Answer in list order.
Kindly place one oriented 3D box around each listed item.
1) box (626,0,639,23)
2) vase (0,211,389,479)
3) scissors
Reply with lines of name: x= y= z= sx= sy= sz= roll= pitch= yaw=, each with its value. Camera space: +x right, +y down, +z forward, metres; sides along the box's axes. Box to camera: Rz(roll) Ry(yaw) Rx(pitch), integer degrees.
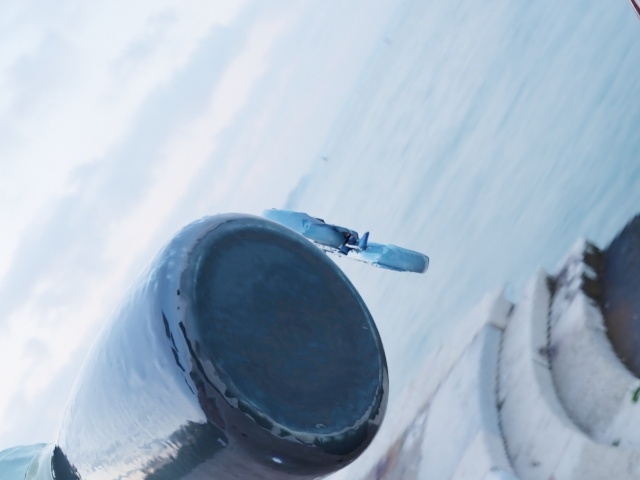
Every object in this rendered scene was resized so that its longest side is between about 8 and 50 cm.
box: x=0.133 y=-0.218 z=0.245 sx=0.263 sy=0.404 sz=0.108 roll=-27 pitch=0 yaw=43
vase: x=-0.117 y=0.131 z=0.686 sx=0.321 sy=0.173 sz=0.173 roll=-39 pitch=16 yaw=37
scissors: x=0.000 y=0.001 z=1.137 sx=0.393 sy=0.180 sz=0.032 roll=-173 pitch=101 yaw=-78
